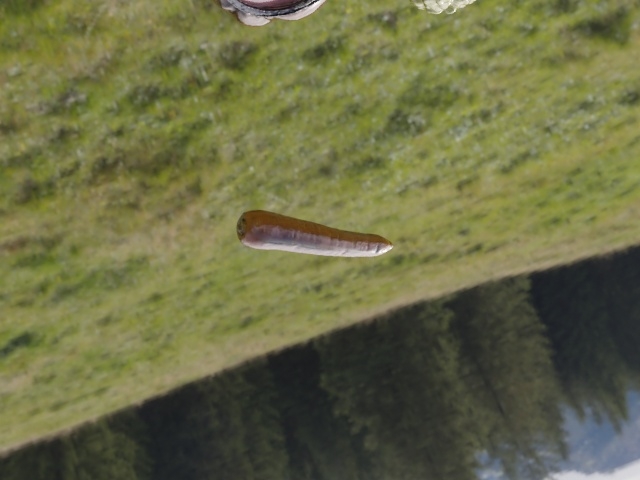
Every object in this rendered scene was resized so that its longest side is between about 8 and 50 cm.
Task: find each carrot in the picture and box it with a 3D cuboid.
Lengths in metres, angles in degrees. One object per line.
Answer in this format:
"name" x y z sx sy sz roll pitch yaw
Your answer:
"carrot" 0.000 0.000 0.980 0.190 0.037 0.037 10 149 -37

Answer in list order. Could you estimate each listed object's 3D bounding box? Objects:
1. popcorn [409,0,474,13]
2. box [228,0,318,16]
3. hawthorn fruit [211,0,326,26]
"popcorn" 0.198 -0.443 1.566 0.173 0.142 0.173 -37 -156 20
"box" -0.055 -0.293 0.857 0.151 0.135 0.151 -24 144 -19
"hawthorn fruit" -0.063 -0.415 1.335 0.199 0.251 0.199 16 162 5
